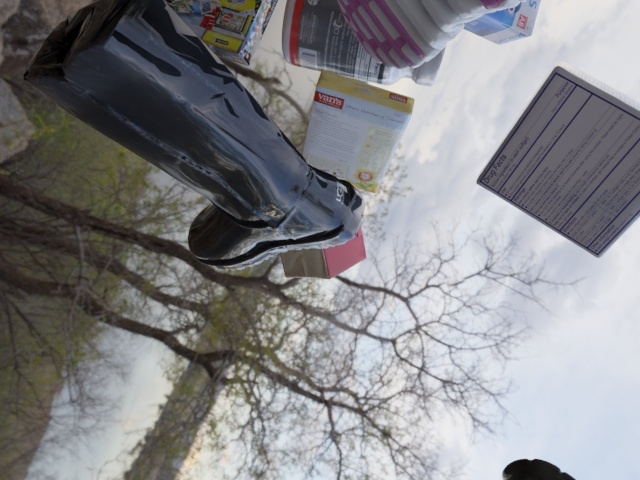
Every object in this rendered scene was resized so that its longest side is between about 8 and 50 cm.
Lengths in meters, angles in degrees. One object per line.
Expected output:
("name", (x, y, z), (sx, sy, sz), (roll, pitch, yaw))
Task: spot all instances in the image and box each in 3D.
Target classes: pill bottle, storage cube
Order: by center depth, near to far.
("pill bottle", (0.108, -0.485, 1.145), (0.210, 0.363, 0.210), (14, 90, -86))
("storage cube", (0.000, 0.000, 1.476), (0.184, 0.215, 0.193), (-1, -164, 41))

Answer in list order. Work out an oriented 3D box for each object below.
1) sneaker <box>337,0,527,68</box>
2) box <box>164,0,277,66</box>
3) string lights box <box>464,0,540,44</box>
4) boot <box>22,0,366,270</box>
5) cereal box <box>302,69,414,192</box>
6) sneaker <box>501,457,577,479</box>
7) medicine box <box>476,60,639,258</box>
("sneaker", (0.098, -0.205, 0.360), (0.104, 0.095, 0.236), (-47, -159, -14))
("box", (-0.188, -0.389, 0.777), (0.159, 0.233, 0.044), (-67, 166, -3))
("string lights box", (0.212, -0.408, 0.733), (0.077, 0.260, 0.133), (-156, -102, -67))
("boot", (-0.200, -0.107, 0.697), (0.367, 0.445, 0.146), (-14, -119, 32))
("cereal box", (0.059, -0.195, 0.931), (0.240, 0.173, 0.047), (110, -3, -58))
("sneaker", (0.297, 0.359, 0.487), (0.130, 0.286, 0.109), (-33, 139, -41))
("medicine box", (0.512, -0.163, 0.964), (0.149, 0.289, 0.263), (-39, 161, -54))
